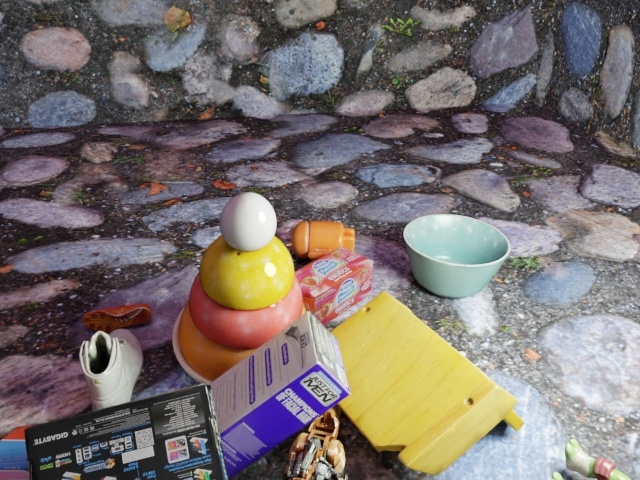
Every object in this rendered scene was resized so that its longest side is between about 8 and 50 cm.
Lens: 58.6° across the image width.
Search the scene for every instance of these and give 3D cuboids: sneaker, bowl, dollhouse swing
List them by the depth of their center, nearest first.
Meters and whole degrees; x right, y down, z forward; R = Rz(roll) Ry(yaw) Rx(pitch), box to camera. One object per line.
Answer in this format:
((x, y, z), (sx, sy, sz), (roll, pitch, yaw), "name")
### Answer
((0.213, 0.336, 1.230), (0.315, 0.304, 0.347), (-36, 42, -13), "dollhouse swing")
((-0.479, 0.259, 1.320), (0.108, 0.169, 0.292), (-6, 30, -11), "sneaker")
((-0.543, 0.206, 1.529), (0.175, 0.064, 0.067), (-3, 10, -18), "sneaker")
((0.398, 0.060, 1.726), (0.312, 0.163, 0.311), (2, 31, -1), "bowl")

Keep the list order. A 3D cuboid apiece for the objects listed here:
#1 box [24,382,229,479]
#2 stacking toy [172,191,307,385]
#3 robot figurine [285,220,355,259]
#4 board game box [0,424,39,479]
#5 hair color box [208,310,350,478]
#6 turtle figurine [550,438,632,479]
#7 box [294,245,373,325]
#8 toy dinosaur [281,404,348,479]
((-0.295, 0.408, 0.909), (0.296, 0.073, 0.293), (-13, 77, -8), "box")
((-0.162, 0.085, 1.292), (0.351, 0.479, 0.350), (6, 40, -5), "stacking toy")
((0.000, -0.001, 1.840), (0.220, 0.128, 0.158), (2, 72, 0), "robot figurine")
((-0.444, 0.399, 1.069), (0.317, 0.064, 0.242), (-3, -2, -9), "board game box")
((-0.115, 0.310, 1.121), (0.339, 0.110, 0.185), (-39, 22, 10), "hair color box")
((0.556, 0.440, 1.015), (0.266, 0.197, 0.275), (7, -16, 43), "turtle figurine")
((0.023, 0.130, 1.617), (0.128, 0.122, 0.257), (26, 38, 36), "box")
((-0.002, 0.420, 1.026), (0.164, 0.218, 0.322), (21, 34, 30), "toy dinosaur")
